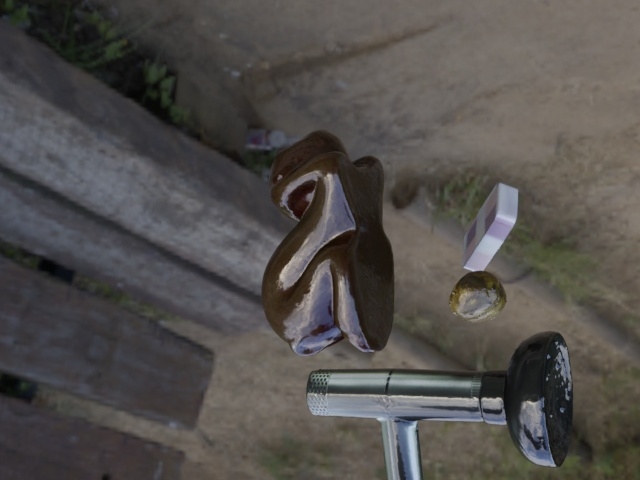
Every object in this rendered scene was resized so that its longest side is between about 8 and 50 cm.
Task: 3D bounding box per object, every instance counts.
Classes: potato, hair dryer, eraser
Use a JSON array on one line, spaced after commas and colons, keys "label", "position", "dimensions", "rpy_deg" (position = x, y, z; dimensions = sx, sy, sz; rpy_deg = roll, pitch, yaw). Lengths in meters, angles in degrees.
[{"label": "potato", "position": [0.142, 0.051, 0.931], "dimensions": [0.051, 0.040, 0.083], "rpy_deg": [-21, 162, 10]}, {"label": "hair dryer", "position": [0.168, 0.263, 1.264], "dimensions": [0.320, 0.156, 0.284], "rpy_deg": [-12, 112, 29]}, {"label": "eraser", "position": [0.199, -0.014, 1.214], "dimensions": [0.026, 0.065, 0.105], "rpy_deg": [20, 137, -5]}]

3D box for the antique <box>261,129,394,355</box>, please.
[{"label": "antique", "position": [0.000, 0.000, 1.162], "dimensions": [0.143, 0.257, 0.121], "rpy_deg": [-7, 175, 34]}]
